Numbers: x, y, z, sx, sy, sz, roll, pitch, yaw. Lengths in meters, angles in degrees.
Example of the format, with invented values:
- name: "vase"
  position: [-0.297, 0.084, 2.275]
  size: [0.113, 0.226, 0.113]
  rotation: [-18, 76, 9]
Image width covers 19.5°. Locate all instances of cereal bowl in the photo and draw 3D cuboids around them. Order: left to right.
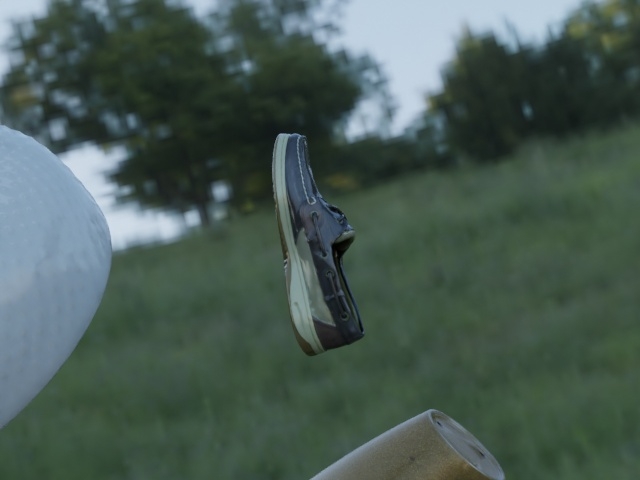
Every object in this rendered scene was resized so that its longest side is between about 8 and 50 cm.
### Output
- name: "cereal bowl"
  position: [-0.331, 0.028, 1.380]
  size: [0.339, 0.339, 0.141]
  rotation: [-19, -53, 18]

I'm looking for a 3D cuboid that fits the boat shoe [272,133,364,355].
- name: "boat shoe"
  position: [0.000, 0.000, 1.249]
  size: [0.049, 0.152, 0.056]
  rotation: [-10, -8, 10]

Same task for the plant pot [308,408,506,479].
- name: "plant pot"
  position: [0.084, 0.323, 2.100]
  size: [0.254, 0.237, 0.237]
  rotation: [-47, -22, 11]
